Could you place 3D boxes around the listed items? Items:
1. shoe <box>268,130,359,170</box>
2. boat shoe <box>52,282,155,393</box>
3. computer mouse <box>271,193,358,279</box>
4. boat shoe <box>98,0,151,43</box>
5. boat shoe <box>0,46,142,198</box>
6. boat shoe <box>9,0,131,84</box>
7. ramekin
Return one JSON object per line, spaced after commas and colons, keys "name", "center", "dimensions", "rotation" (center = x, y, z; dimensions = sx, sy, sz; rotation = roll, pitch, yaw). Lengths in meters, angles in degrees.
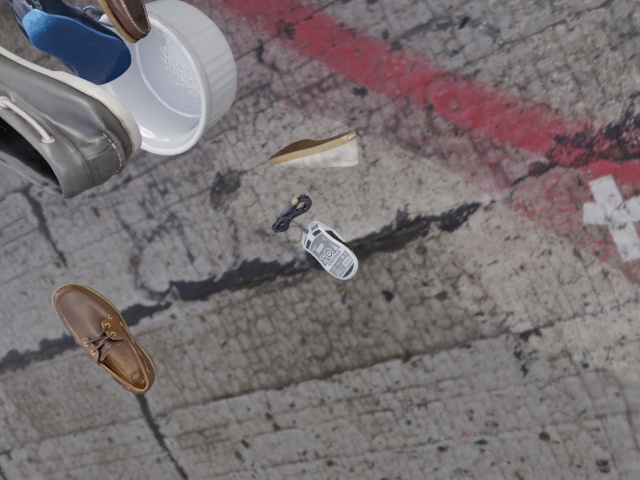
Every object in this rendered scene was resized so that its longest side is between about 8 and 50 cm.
{"name": "shoe", "center": [-0.014, -0.153, 1.371], "dimensions": [0.219, 0.076, 0.058], "rotation": [-5, 117, 46]}
{"name": "boat shoe", "center": [-0.276, 0.128, 0.958], "dimensions": [0.178, 0.064, 0.060], "rotation": [53, 170, -15]}
{"name": "computer mouse", "center": [0.000, 0.000, 1.444], "dimensions": [0.193, 0.042, 0.106], "rotation": [43, 118, 10]}
{"name": "boat shoe", "center": [-0.301, -0.395, 1.077], "dimensions": [0.073, 0.073, 0.207], "rotation": [-23, 106, 17]}
{"name": "boat shoe", "center": [-0.329, -0.130, 0.712], "dimensions": [0.335, 0.095, 0.112], "rotation": [21, 143, 22]}
{"name": "boat shoe", "center": [-0.355, -0.307, 1.081], "dimensions": [0.109, 0.258, 0.089], "rotation": [-38, 81, -1]}
{"name": "ramekin", "center": [-0.290, -0.312, 1.384], "dimensions": [0.277, 0.135, 0.277], "rotation": [18, 130, 23]}
